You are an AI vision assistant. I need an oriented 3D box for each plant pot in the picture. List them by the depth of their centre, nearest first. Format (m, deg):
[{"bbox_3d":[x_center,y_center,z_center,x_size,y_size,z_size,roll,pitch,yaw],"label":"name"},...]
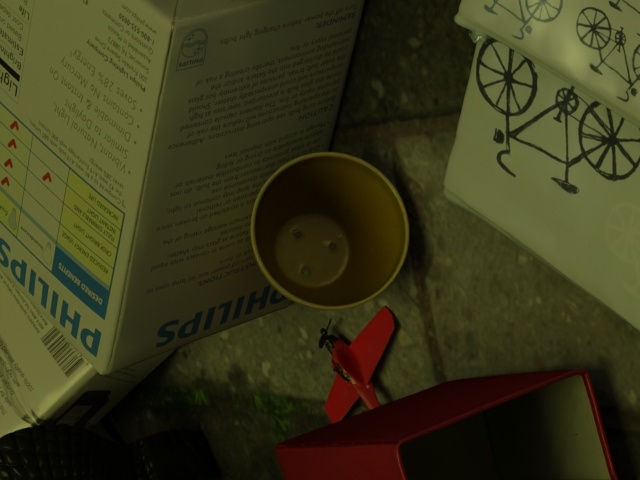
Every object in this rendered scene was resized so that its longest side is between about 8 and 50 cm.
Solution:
[{"bbox_3d":[0.000,0.000,1.690,0.095,0.134,0.134,135,114,-75],"label":"plant pot"}]

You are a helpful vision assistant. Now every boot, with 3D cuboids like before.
[{"bbox_3d":[-0.241,0.250,1.977,0.161,0.246,0.083,-38,57,46],"label":"boot"}]

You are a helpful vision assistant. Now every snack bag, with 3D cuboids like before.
[{"bbox_3d":[0.215,-0.100,1.447,0.323,0.037,0.342,38,131,35],"label":"snack bag"}]

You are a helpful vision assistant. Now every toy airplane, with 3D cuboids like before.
[{"bbox_3d":[0.041,0.135,1.755,0.151,0.028,0.151,20,118,45],"label":"toy airplane"}]

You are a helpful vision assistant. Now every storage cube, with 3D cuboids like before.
[{"bbox_3d":[0.109,0.217,1.564,0.193,0.215,0.183,-12,95,58],"label":"storage cube"}]

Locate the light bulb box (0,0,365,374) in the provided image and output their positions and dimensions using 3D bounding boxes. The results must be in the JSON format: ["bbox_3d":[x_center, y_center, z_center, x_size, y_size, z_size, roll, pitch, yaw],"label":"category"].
[{"bbox_3d":[-0.179,-0.145,1.757,0.358,0.225,0.361,41,133,33],"label":"light bulb box"}]

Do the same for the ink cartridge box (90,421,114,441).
[{"bbox_3d":[-0.397,0.239,2.100,0.226,0.306,0.131,50,141,24],"label":"ink cartridge box"}]

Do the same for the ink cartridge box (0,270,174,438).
[{"bbox_3d":[-0.288,0.113,2.001,0.237,0.100,0.172,-43,65,11],"label":"ink cartridge box"}]
